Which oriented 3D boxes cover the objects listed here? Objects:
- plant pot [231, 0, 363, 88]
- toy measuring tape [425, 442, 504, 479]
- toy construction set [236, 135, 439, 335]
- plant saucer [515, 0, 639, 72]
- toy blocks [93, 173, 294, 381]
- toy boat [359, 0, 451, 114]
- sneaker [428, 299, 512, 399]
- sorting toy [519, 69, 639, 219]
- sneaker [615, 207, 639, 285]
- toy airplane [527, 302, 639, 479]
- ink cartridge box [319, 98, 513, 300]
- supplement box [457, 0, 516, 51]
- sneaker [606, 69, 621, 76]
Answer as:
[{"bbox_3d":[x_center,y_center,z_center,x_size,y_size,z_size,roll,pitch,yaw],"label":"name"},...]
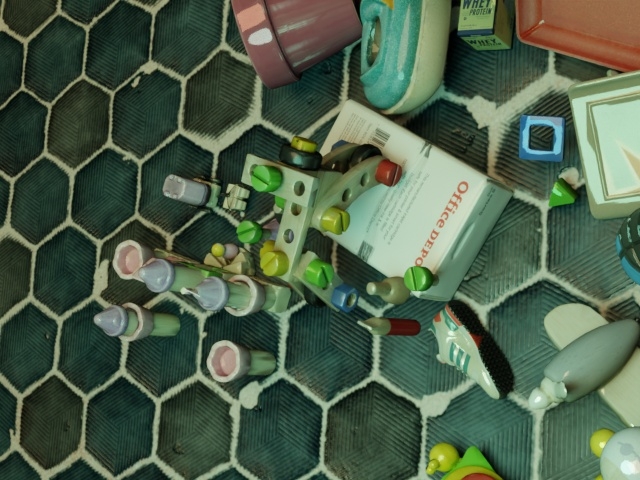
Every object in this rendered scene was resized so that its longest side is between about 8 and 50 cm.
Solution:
[{"bbox_3d":[-0.028,-0.366,1.564,0.180,0.201,0.201,-16,74,13],"label":"plant pot"},{"bbox_3d":[0.241,0.417,1.306,0.121,0.121,0.330,-46,62,18],"label":"toy measuring tape"},{"bbox_3d":[0.000,0.000,1.317,0.257,0.237,0.309,-49,63,20],"label":"toy construction set"},{"bbox_3d":[0.373,-0.366,1.299,0.259,0.047,0.259,30,142,43],"label":"plant saucer"},{"bbox_3d":[-0.216,0.044,1.564,0.288,0.260,0.309,16,91,33],"label":"toy blocks"},{"bbox_3d":[0.130,-0.337,1.404,0.318,0.148,0.268,151,124,-70],"label":"toy boat"},{"bbox_3d":[0.214,0.169,1.410,0.075,0.057,0.161,-48,62,36],"label":"sneaker"},{"bbox_3d":[0.441,-0.134,1.297,0.347,0.047,0.196,-8,102,30],"label":"sorting toy"},{"bbox_3d":[0.521,-0.024,1.194,0.341,0.139,0.125,-29,80,53],"label":"sneaker"},{"bbox_3d":[0.425,0.258,1.126,0.386,0.272,0.385,-3,72,37],"label":"toy airplane"},{"bbox_3d":[0.119,-0.060,1.460,0.273,0.114,0.198,35,102,31],"label":"ink cartridge box"},{"bbox_3d":[0.249,-0.334,1.441,0.056,0.083,0.083,4,84,32],"label":"supplement box"},{"bbox_3d":[0.448,-0.219,1.331,0.098,0.038,0.069,47,105,18],"label":"sneaker"}]
